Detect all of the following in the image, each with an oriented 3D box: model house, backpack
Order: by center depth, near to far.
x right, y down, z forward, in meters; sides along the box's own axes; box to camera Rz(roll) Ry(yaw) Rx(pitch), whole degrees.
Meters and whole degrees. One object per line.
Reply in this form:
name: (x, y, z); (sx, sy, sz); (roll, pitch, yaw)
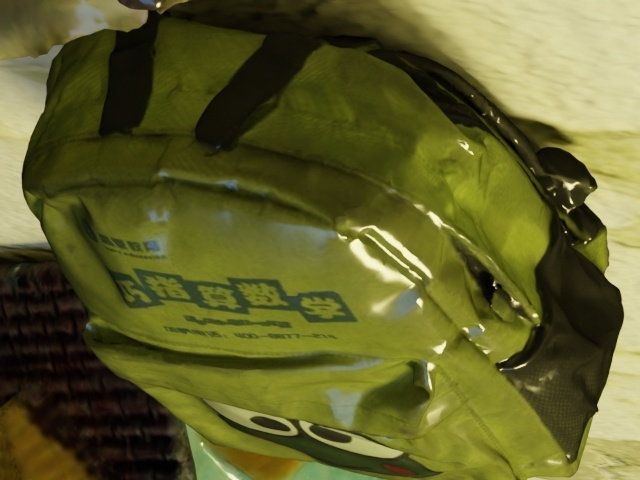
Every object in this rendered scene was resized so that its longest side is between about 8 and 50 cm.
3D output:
backpack: (0.000, 0.000, 0.736); (0.207, 0.140, 0.253); (6, 157, 26)
model house: (-0.132, 0.112, 1.176); (0.280, 0.230, 0.249); (-7, 131, 48)

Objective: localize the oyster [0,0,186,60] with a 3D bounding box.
oyster: (-0.094, -0.104, 0.421); (0.337, 0.133, 0.198); (9, 161, 23)
